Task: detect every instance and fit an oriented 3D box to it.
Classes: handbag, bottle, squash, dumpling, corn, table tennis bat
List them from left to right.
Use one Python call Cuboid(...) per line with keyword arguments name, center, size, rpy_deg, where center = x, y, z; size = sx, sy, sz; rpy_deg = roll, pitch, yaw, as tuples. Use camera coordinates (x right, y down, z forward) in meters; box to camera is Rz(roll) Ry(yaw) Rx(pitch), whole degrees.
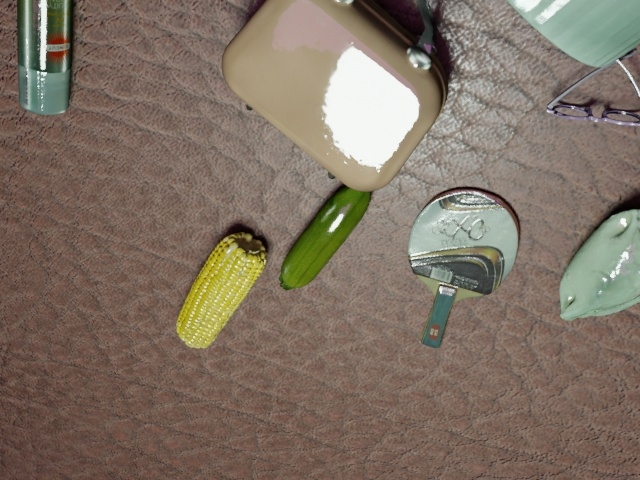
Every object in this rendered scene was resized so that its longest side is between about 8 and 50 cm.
Cuboid(name="bottle", center=(-0.426, -0.340, 1.105), size=(0.082, 0.082, 0.286), rpy_deg=(17, 120, 5))
Cuboid(name="corn", center=(-0.179, 0.089, 1.263), size=(0.093, 0.093, 0.244), rpy_deg=(33, 120, -4))
Cuboid(name="squash", center=(0.000, 0.000, 1.185), size=(0.069, 0.069, 0.258), rpy_deg=(34, 119, -5))
Cuboid(name="handbag", center=(0.045, -0.250, 0.999), size=(0.301, 0.149, 0.283), rpy_deg=(39, 122, -6))
Cuboid(name="table tennis bat", center=(0.220, 0.051, 1.185), size=(0.173, 0.022, 0.301), rpy_deg=(17, 118, 6))
Cuboid(name="dumpling", center=(0.456, 0.052, 1.073), size=(0.149, 0.105, 0.217), rpy_deg=(34, 116, 3))

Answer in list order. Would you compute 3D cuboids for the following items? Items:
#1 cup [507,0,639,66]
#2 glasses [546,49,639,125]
Cuboid(name="cup", center=(0.320, -0.420, 0.659), size=(0.310, 0.401, 0.392), rpy_deg=(9, 142, -41))
Cuboid(name="glasses", center=(0.390, -0.216, 0.976), size=(0.139, 0.062, 0.104), rpy_deg=(10, 118, 8))
